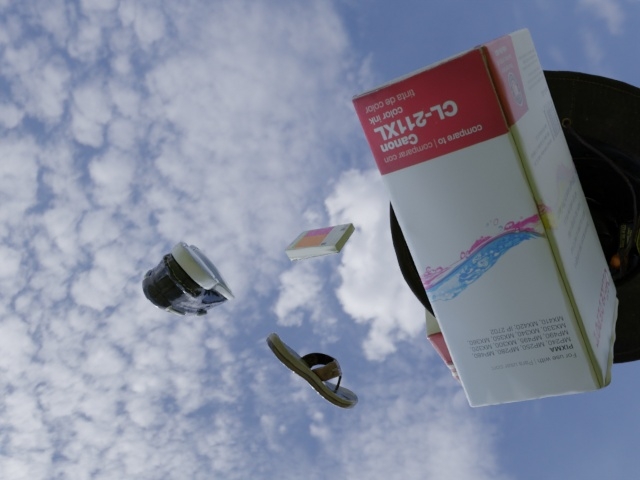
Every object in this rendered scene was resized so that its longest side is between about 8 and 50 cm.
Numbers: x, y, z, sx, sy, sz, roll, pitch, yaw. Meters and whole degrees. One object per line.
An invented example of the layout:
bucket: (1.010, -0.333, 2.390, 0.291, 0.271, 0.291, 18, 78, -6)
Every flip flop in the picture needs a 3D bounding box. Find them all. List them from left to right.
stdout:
flip flop: (-0.006, 0.275, 1.548, 0.080, 0.112, 0.277, -49, -65, -6)

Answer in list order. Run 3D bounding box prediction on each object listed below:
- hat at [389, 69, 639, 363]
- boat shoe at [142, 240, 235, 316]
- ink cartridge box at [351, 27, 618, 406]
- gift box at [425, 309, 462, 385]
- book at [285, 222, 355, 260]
hat: (0.237, -0.020, 0.751, 0.330, 0.134, 0.332, -1, -101, 5)
boat shoe: (-0.210, 0.069, 1.137, 0.091, 0.302, 0.114, -40, -101, -4)
ink cartridge box: (0.099, -0.017, 0.393, 0.127, 0.072, 0.175, -38, -72, -60)
gift box: (0.341, 0.098, 1.251, 0.258, 0.276, 0.255, -87, -27, -45)
book: (0.000, 0.000, 1.679, 0.096, 0.144, 0.035, -52, -57, -44)
